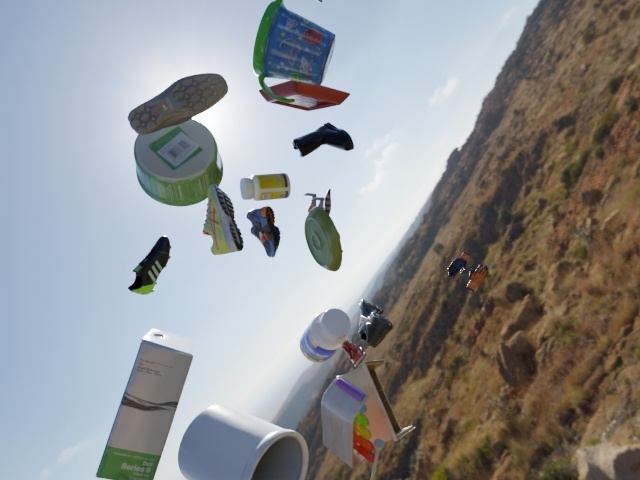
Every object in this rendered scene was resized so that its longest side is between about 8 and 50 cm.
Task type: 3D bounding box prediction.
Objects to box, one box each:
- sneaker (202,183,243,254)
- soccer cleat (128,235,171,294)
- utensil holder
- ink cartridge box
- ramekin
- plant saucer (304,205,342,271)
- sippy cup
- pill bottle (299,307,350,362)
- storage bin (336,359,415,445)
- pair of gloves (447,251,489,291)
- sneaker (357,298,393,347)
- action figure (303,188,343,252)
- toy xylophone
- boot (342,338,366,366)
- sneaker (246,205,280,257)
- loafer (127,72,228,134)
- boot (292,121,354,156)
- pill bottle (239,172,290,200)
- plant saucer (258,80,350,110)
[{"bbox_3d":[-0.279,-0.054,1.191,0.094,0.208,0.081,-23,-21,13],"label":"sneaker"},{"bbox_3d":[-0.467,0.069,1.232,0.072,0.060,0.178,17,-81,-55],"label":"soccer cleat"},{"bbox_3d":[-0.293,0.824,1.685,0.386,0.327,0.328,4,33,38],"label":"utensil holder"},{"bbox_3d":[-0.391,0.369,1.039,0.211,0.122,0.288,170,118,-76],"label":"ink cartridge box"},{"bbox_3d":[-0.493,-0.284,1.556,0.303,0.303,0.148,-45,-8,-23],"label":"ramekin"},{"bbox_3d":[0.000,0.000,1.571,0.037,0.240,0.241,-18,-19,-22],"label":"plant saucer"},{"bbox_3d":[-0.077,-0.622,1.463,0.305,0.224,0.239,110,180,-61],"label":"sippy cup"},{"bbox_3d":[0.020,0.367,1.749,0.152,0.152,0.272,-43,-11,-34],"label":"pill bottle"},{"bbox_3d":[0.202,0.573,1.588,0.123,0.262,0.260,-31,-23,17],"label":"storage bin"},{"bbox_3d":[0.344,0.071,1.046,0.074,0.083,0.010,-48,-27,-13],"label":"pair of gloves"},{"bbox_3d":[0.194,0.328,1.799,0.130,0.109,0.286,-61,9,9],"label":"sneaker"},{"bbox_3d":[0.039,-0.070,2.202,0.179,0.329,0.341,-26,19,-21],"label":"action figure"},{"bbox_3d":[0.095,0.565,1.319,0.081,0.236,0.322,-32,-38,-37],"label":"toy xylophone"},{"bbox_3d":[0.113,0.397,1.590,0.059,0.085,0.158,-51,1,-2],"label":"boot"},{"bbox_3d":[-0.192,-0.030,1.531,0.083,0.087,0.221,-71,-21,-46],"label":"sneaker"},{"bbox_3d":[-0.418,-0.410,1.334,0.320,0.111,0.111,-18,17,10],"label":"loafer"},{"bbox_3d":[0.006,-0.423,1.989,0.207,0.246,0.094,-32,-46,-13],"label":"boot"},{"bbox_3d":[-0.250,-0.241,2.026,0.209,0.119,0.119,-7,-25,-23],"label":"pill bottle"},{"bbox_3d":[-0.064,-0.544,1.708,0.259,0.259,0.047,0,-84,-39],"label":"plant saucer"}]
